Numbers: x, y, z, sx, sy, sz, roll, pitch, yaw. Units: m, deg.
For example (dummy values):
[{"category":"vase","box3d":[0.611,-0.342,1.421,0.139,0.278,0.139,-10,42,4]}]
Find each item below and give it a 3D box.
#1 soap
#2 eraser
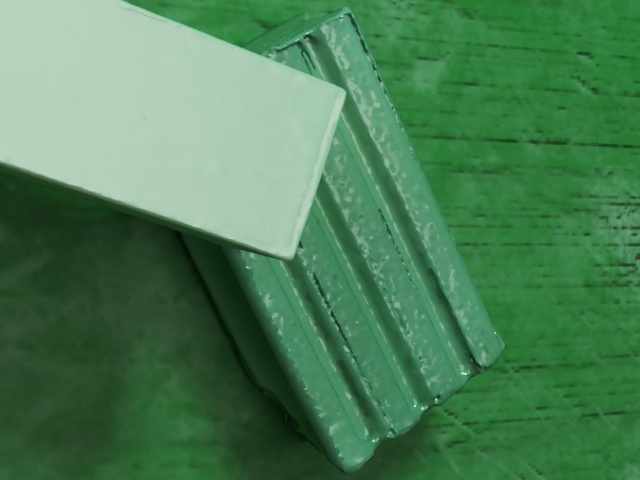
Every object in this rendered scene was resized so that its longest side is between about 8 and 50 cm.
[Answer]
[{"category":"soap","box3d":[0.000,0.000,0.745,0.115,0.063,0.198,-32,109,-23]},{"category":"eraser","box3d":[-0.141,-0.073,0.587,0.298,0.078,0.076,19,87,-26]}]
